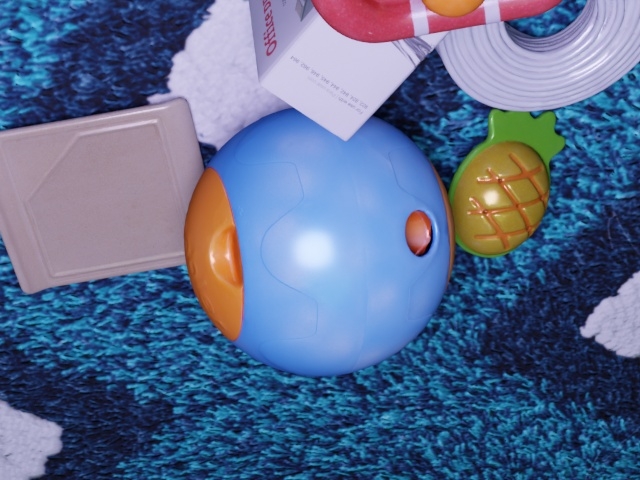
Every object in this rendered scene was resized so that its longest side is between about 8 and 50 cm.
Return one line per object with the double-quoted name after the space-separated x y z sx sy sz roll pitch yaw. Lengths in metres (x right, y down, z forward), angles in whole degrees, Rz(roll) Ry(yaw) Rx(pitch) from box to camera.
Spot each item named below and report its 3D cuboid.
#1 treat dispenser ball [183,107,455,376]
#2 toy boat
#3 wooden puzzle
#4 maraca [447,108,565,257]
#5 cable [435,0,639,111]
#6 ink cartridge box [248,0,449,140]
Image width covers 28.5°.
0.000 0.000 1.339 0.288 0.288 0.288 -4 129 -5 "treat dispenser ball"
0.100 -0.225 1.003 0.231 0.151 0.151 -9 121 8 "toy boat"
-0.247 -0.051 1.426 0.239 0.044 0.221 -13 129 -4 "wooden puzzle"
0.212 -0.069 1.441 0.127 0.099 0.185 18 98 -28 "maraca"
0.234 -0.249 1.299 0.257 0.089 0.257 -2 129 -7 "cable"
0.058 -0.261 1.195 0.115 0.198 0.273 31 118 -27 "ink cartridge box"
